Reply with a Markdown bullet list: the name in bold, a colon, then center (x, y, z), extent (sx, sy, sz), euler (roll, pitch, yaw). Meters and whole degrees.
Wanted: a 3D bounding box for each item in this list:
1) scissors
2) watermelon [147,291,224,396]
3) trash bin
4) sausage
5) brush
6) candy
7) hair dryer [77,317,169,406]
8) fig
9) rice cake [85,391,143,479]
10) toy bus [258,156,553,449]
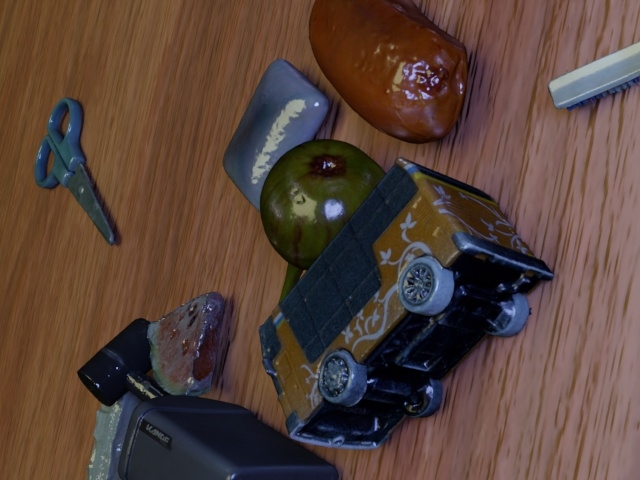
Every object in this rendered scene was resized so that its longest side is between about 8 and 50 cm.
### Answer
- **scissors**: center (-0.453, -0.111, 1.649), extent (0.447, 0.029, 0.192), euler (48, 117, 47)
- **watermelon**: center (-0.164, 0.136, 1.197), extent (0.139, 0.071, 0.187), euler (-56, 34, 13)
- **trash bin**: center (-0.116, 0.257, 1.010), extent (0.236, 0.177, 0.101), euler (16, 91, 49)
- **sausage**: center (0.068, -0.200, 0.962), extent (0.133, 0.133, 0.258), euler (-57, 44, 23)
- **brush**: center (0.284, -0.156, 0.764), extent (0.179, 0.030, 0.033), euler (-22, 55, 34)
- **candy**: center (-0.063, -0.137, 1.144), extent (0.174, 0.071, 0.138), euler (-61, 41, 19)
- **hair dryer**: center (-0.229, 0.206, 1.240), extent (0.219, 0.071, 0.124), euler (32, 61, 31)
- **fig**: center (0.000, 0.000, 1.021), extent (0.259, 0.152, 0.151), euler (101, 156, -52)
- **rice cake**: center (-0.319, 0.359, 1.319), extent (0.066, 0.063, 0.336), euler (10, 85, 42)
- **toy bus**: center (0.068, 0.069, 0.871), extent (0.275, 0.139, 0.167), euler (-52, 43, 25)
